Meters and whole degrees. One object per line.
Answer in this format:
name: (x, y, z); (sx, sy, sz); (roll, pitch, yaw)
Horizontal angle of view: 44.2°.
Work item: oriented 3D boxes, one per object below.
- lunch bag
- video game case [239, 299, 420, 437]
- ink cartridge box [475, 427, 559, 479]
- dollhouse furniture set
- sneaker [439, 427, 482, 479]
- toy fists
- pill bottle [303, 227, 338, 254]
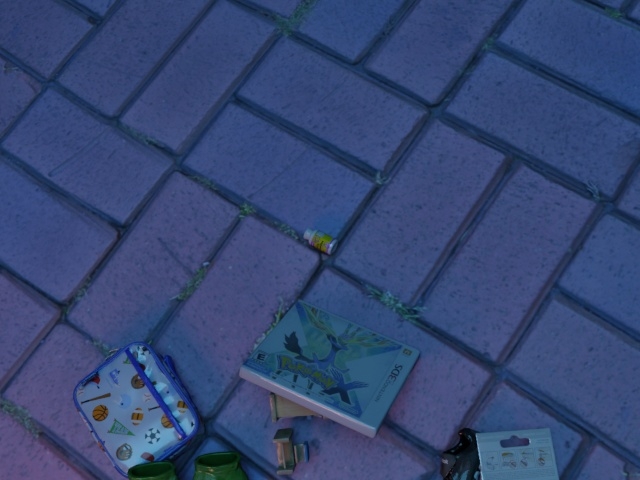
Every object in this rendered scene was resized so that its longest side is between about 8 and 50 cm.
lunch bag: (-0.429, 0.396, 1.880); (0.243, 0.115, 0.303); (-36, 70, -8)
video game case: (0.029, 0.279, 1.796); (0.329, 0.036, 0.300); (21, 34, 15)
ink cartridge box: (0.427, 0.528, 1.706); (0.181, 0.056, 0.224); (-1, 67, -12)
dollhouse furniture set: (-0.037, 0.424, 1.819); (0.130, 0.129, 0.183); (-5, 94, 6)
sneaker: (0.296, 0.514, 1.728); (0.106, 0.078, 0.234); (35, 73, -14)
toy fists: (-0.298, 0.570, 1.767); (0.279, 0.096, 0.142); (-6, 102, -14)
pill bottle: (0.000, 0.000, 1.993); (0.083, 0.043, 0.043); (28, 76, 17)
